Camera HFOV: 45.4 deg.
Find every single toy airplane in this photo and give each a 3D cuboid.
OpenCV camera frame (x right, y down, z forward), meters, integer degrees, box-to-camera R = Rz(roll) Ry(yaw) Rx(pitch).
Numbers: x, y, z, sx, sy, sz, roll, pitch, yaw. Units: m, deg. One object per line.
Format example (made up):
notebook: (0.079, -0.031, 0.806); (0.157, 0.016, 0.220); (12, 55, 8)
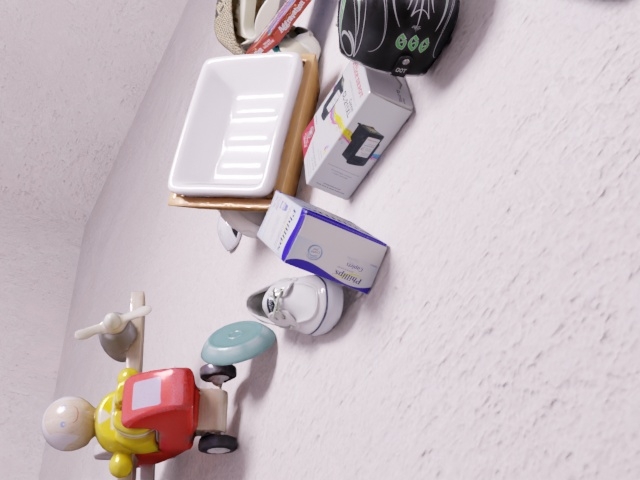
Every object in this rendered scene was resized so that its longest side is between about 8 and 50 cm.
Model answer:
toy airplane: (-0.326, 0.313, 1.274); (0.386, 0.272, 0.384); (41, 116, 60)

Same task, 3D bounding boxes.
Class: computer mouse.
computer mouse: (-0.179, -0.071, 1.560); (0.106, 0.042, 0.193); (-36, 40, 51)

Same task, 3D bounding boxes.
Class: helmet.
helmet: (0.101, -0.308, 0.987); (0.169, 0.169, 0.161); (-112, 31, -58)

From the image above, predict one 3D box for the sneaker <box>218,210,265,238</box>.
sneaker: (-0.130, -0.104, 1.427); (0.115, 0.090, 0.232); (-45, 37, 27)

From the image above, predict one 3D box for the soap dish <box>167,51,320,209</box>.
soap dish: (-0.127, -0.181, 1.337); (0.229, 0.118, 0.290); (3, 70, 28)

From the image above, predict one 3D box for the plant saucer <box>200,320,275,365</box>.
plant saucer: (-0.130, 0.153, 1.187); (0.119, 0.119, 0.021); (-139, 34, -66)

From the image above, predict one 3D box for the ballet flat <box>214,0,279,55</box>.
ballet flat: (-0.143, -0.616, 1.698); (0.182, 0.164, 0.482); (50, 145, 35)

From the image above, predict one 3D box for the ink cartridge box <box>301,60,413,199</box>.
ink cartridge box: (0.047, -0.168, 1.100); (0.175, 0.072, 0.127); (-54, 27, 34)

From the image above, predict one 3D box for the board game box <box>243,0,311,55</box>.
board game box: (-0.044, -0.465, 1.491); (0.281, 0.027, 0.145); (-57, 18, -21)

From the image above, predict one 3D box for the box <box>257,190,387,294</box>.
box: (0.000, 0.000, 1.002); (0.072, 0.126, 0.137); (-65, 24, 6)

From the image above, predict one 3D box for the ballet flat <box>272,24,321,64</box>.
ballet flat: (-0.043, -0.369, 1.469); (0.086, 0.086, 0.248); (-62, 23, 17)

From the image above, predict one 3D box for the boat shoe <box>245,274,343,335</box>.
boat shoe: (-0.044, 0.094, 1.069); (0.226, 0.076, 0.083); (154, 117, -64)
